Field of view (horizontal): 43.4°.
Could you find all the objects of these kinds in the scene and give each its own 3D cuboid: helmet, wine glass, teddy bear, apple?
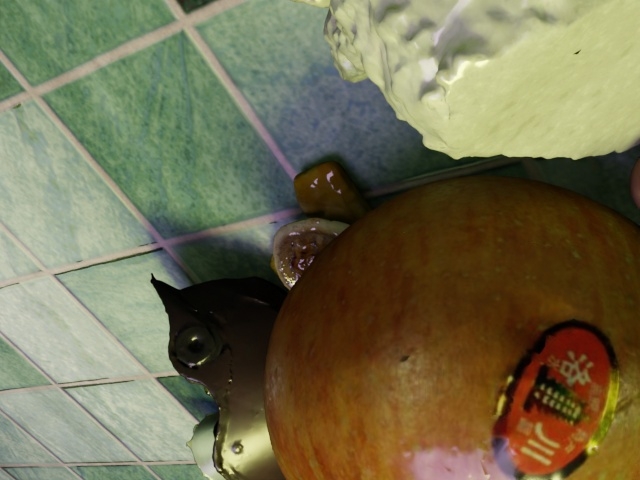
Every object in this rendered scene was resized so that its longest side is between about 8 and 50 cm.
[{"bbox_3d":[-0.076,0.150,0.990,0.177,0.306,0.225,-22,171,-3],"label":"helmet"},{"bbox_3d":[-0.106,0.296,1.231,0.122,0.122,0.183,39,134,-16],"label":"wine glass"},{"bbox_3d":[0.091,-0.246,0.567,0.362,0.375,0.327,62,144,21],"label":"teddy bear"},{"bbox_3d":[0.157,0.122,0.742,0.399,0.334,0.400,13,159,5],"label":"apple"}]

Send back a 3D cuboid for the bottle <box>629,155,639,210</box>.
[{"bbox_3d":[0.357,-0.008,0.666,0.233,0.110,0.110,32,139,-18],"label":"bottle"}]

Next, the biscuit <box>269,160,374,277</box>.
[{"bbox_3d":[0.000,0.000,0.919,0.183,0.039,0.174,-22,123,39],"label":"biscuit"}]

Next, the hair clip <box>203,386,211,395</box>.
[{"bbox_3d":[-0.154,0.165,1.174,0.060,0.033,0.189,13,136,10],"label":"hair clip"}]

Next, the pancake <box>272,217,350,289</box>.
[{"bbox_3d":[0.010,0.027,0.897,0.139,0.022,0.140,12,136,11],"label":"pancake"}]
